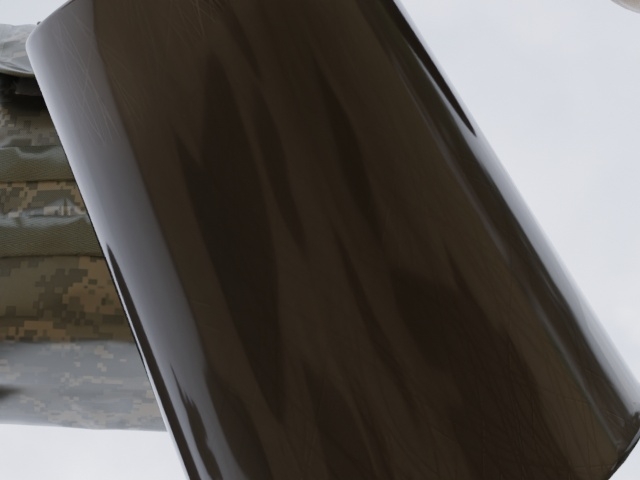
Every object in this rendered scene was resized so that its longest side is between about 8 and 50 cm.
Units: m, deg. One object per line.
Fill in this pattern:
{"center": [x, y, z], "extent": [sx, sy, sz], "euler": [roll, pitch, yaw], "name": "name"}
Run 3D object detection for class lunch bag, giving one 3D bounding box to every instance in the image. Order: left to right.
{"center": [-0.111, -0.031, 0.862], "extent": [0.235, 0.169, 0.287], "euler": [4, -124, -8], "name": "lunch bag"}

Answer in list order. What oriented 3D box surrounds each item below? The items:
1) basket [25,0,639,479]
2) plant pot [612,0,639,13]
{"center": [0.000, 0.000, 0.495], "extent": [0.204, 0.154, 0.227], "euler": [-30, -85, -48], "name": "basket"}
{"center": [0.206, -0.225, 0.658], "extent": [0.236, 0.032, 0.236], "euler": [-22, -55, -34], "name": "plant pot"}
